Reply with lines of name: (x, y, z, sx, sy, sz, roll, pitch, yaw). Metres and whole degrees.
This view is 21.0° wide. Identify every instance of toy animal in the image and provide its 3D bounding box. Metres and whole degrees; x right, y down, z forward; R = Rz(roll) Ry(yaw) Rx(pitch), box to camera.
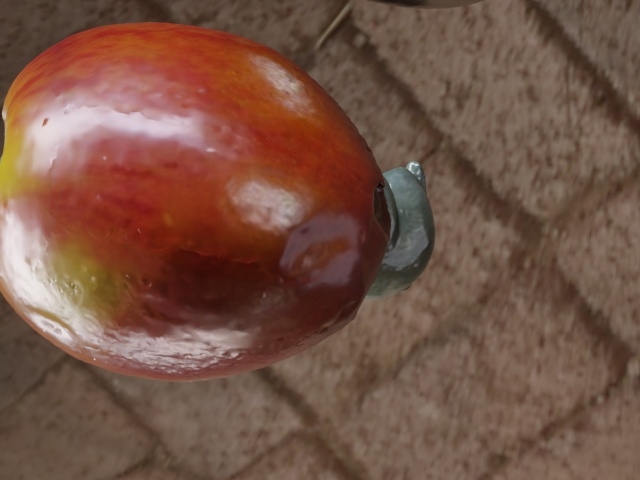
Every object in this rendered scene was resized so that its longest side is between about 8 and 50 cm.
toy animal: (0.010, -0.003, 1.408, 0.108, 0.236, 0.138, -16, 94, 30)

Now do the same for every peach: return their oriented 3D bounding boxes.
peach: (-0.087, -0.024, 1.160, 0.281, 0.281, 0.238, 7, 87, 10)

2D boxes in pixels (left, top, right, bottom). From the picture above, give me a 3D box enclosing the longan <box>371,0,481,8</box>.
longan: (0.056, -0.260, 1.122, 0.248, 0.248, 0.248, 5, 113, 11)
